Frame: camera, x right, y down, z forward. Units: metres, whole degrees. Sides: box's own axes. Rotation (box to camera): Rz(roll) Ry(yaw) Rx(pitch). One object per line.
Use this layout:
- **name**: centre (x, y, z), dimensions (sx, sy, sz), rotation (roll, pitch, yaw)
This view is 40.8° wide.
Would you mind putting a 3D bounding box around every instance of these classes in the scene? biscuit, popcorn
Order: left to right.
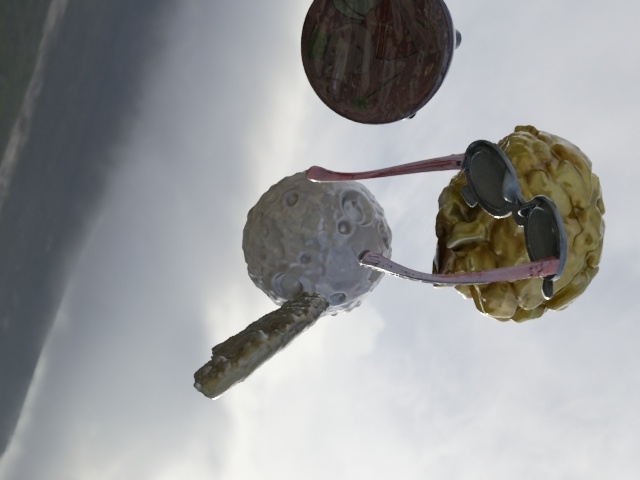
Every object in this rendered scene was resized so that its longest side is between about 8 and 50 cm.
- **biscuit**: centre (-0.051, 0.090, 0.814), dimensions (0.133, 0.032, 0.250), rotation (-34, 180, -2)
- **popcorn**: centre (0.418, -0.028, 1.776), dimensions (0.390, 0.354, 0.344), rotation (-45, -179, 25)

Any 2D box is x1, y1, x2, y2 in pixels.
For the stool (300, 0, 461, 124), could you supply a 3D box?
- **stool**: centre (0.113, -0.343, 1.534), dimensions (0.272, 0.272, 0.178), rotation (-65, 168, 14)

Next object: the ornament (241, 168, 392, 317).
- **ornament**: centre (0.000, 0.000, 1.927), dimensions (0.337, 0.337, 0.337), rotation (-54, -155, 40)

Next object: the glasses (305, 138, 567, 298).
- **glasses**: centre (0.130, -0.019, 1.007), dimensions (0.234, 0.268, 0.118), rotation (-118, -154, -45)
